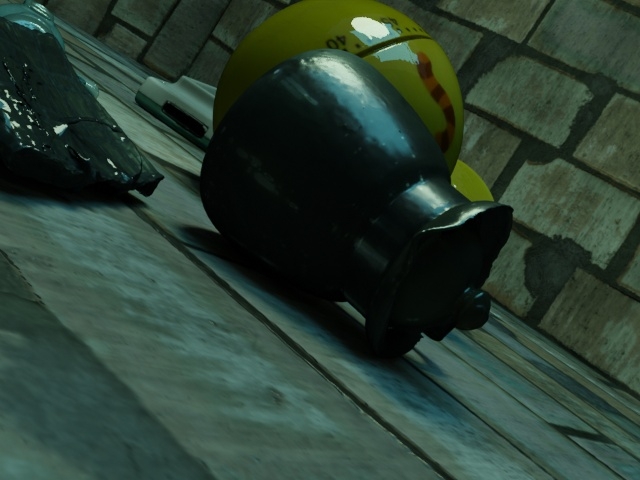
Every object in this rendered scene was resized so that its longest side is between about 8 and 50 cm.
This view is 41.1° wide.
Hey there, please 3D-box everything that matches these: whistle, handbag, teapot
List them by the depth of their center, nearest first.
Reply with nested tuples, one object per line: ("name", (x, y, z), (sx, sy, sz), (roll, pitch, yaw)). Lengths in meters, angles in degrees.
("handbag", (-0.223, -0.099, 0.672), (0.175, 0.088, 0.270), (41, 7, 7))
("teapot", (0.044, 0.008, 0.824), (0.223, 0.305, 0.285), (-28, 58, -33))
("whistle", (-0.345, -0.224, 0.986), (0.186, 0.093, 0.274), (30, 9, -25))

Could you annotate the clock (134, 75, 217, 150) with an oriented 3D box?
("clock", (-0.204, -0.239, 1.722), (0.262, 0.116, 0.231), (34, 6, 22))

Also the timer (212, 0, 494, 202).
("timer", (0.043, -0.121, 1.148), (0.387, 0.376, 0.376), (57, 10, 9))

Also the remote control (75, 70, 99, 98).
("remote control", (-0.409, -0.270, 1.295), (0.162, 0.029, 0.061), (30, 8, -26))
